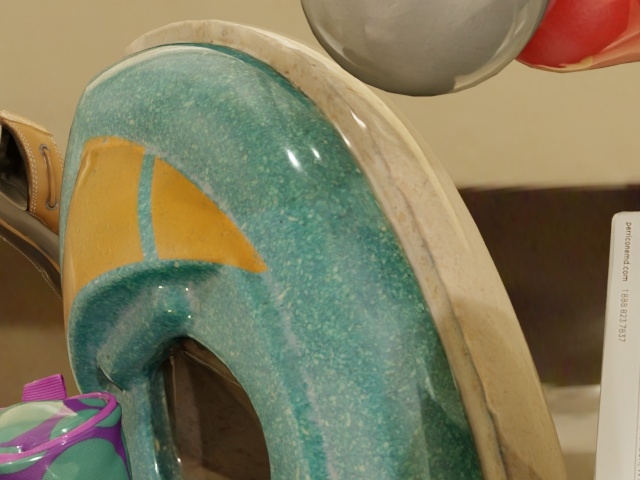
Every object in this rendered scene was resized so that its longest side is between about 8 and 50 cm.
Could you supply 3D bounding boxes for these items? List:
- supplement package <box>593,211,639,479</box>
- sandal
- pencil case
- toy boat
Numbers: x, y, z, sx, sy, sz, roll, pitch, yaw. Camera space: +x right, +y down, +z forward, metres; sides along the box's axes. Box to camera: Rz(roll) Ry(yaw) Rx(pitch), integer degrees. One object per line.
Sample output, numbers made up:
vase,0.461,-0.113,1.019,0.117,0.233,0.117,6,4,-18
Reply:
supplement package,0.182,0.104,0.453,0.203,0.194,0.149,0,52,15
sandal,-0.163,-0.029,0.968,0.060,0.219,0.090,-40,31,-1
pencil case,-0.079,0.126,0.577,0.064,0.070,0.152,-12,103,12
toy boat,0.000,0.000,0.559,0.148,0.318,0.267,-7,57,-39
